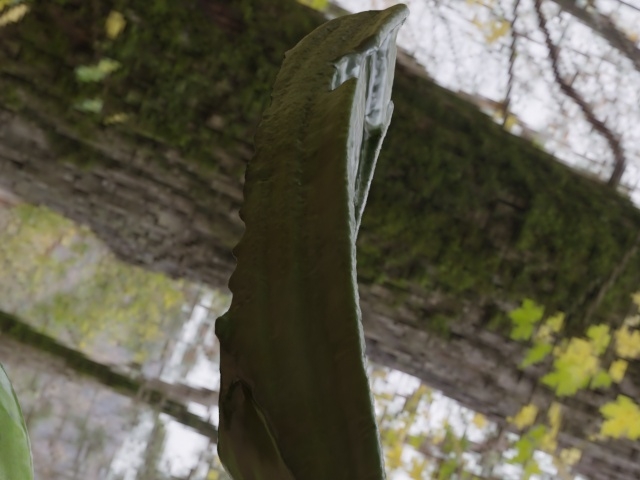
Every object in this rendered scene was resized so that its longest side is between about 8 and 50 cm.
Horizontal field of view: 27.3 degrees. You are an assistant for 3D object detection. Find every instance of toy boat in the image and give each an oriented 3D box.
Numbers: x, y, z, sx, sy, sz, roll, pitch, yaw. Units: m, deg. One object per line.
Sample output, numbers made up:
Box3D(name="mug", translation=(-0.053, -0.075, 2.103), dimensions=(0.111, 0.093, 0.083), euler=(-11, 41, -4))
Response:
Box3D(name="toy boat", translation=(0.000, 0.000, 0.465), dimensions=(0.293, 0.055, 0.093), euler=(-83, 179, -55))

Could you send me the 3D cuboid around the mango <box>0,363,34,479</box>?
Box3D(name="mango", translation=(-0.218, 0.142, 0.771), dimensions=(0.119, 0.100, 0.178), euler=(86, 5, -68))
